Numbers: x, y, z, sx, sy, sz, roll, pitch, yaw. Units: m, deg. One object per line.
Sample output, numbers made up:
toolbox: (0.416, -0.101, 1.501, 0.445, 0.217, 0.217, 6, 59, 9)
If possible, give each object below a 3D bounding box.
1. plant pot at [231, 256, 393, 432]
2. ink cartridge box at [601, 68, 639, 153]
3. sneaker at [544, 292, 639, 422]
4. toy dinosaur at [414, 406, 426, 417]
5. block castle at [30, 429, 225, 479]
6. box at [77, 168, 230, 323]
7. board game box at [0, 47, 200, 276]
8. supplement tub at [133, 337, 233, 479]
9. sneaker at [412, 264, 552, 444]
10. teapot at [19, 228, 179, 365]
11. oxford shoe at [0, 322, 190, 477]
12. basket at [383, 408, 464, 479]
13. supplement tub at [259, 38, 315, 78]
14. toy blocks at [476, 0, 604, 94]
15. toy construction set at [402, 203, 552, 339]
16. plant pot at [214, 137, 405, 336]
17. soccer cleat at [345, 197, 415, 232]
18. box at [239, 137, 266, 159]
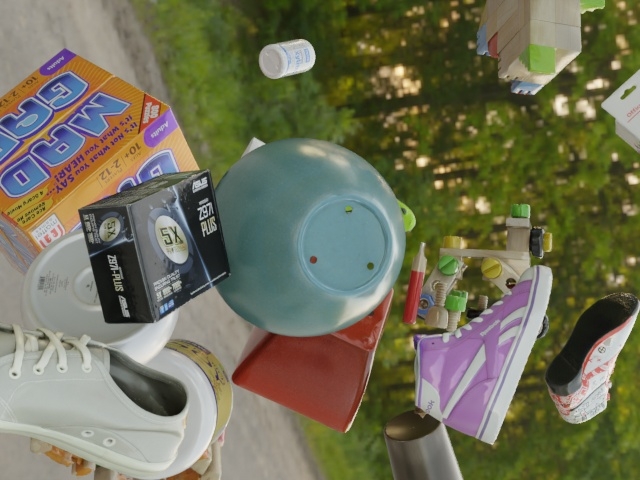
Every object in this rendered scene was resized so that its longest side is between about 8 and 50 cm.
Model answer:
plant pot: (0.008, 0.183, 2.039, 0.236, 0.267, 0.267, 118, -4, -47)
ink cartridge box: (0.588, -0.200, 1.730, 0.181, 0.104, 0.061, 48, 0, 25)
sneaker: (0.542, 0.234, 1.954, 0.090, 0.270, 0.145, 19, -34, 45)
toy dinosaur: (0.210, 0.255, 1.739, 0.112, 0.064, 0.211, -59, 157, 15)
block castle: (-0.457, 0.447, 2.406, 0.453, 0.303, 0.213, 47, 25, -42)
box: (-0.200, 0.004, 1.236, 0.180, 0.077, 0.147, -33, 116, -59)
board game box: (-0.476, -0.097, 2.005, 0.356, 0.356, 0.357, 30, -25, 35)
supplement tub: (-0.298, 0.315, 1.936, 0.331, 0.241, 0.241, 24, 58, -87)
sneaker: (0.222, 0.130, 1.409, 0.282, 0.161, 0.102, -60, 163, -29)
teapot: (-0.331, 0.119, 1.529, 0.252, 0.256, 0.187, 41, -27, 21)
oxford shoe: (-0.346, 0.160, 1.206, 0.449, 0.130, 0.169, 27, 18, -31)
basket: (0.222, 0.484, 2.107, 0.204, 0.154, 0.227, -79, 154, -71)
supplement tub: (-0.069, -0.374, 2.047, 0.107, 0.071, 0.071, -25, 112, -48)
toy blocks: (0.381, -0.434, 1.869, 0.261, 0.190, 0.382, 130, -36, -70)
toy construction set: (0.273, 0.041, 1.769, 0.308, 0.257, 0.237, 8, 91, -49)
plant pot: (0.000, 0.000, 1.369, 0.195, 0.290, 0.290, -171, -108, -71)
soccer cleat: (0.091, -0.055, 1.730, 0.072, 0.179, 0.060, 23, 89, -64)
box: (-0.079, -0.086, 1.798, 0.091, 0.170, 0.130, -56, -169, 31)
